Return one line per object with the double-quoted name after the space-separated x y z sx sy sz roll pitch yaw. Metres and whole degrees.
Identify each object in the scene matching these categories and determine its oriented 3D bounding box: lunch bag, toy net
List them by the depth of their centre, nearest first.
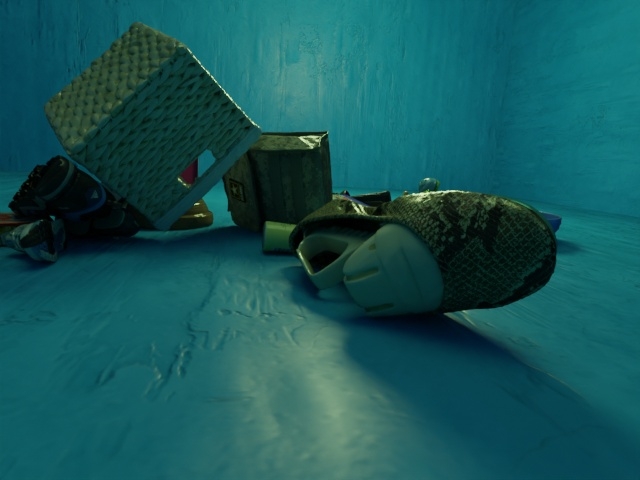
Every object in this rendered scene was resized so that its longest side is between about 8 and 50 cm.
-0.120 -0.148 1.125 0.286 0.236 0.169 2 29 12 "lunch bag"
0.273 -0.105 1.384 0.045 0.232 0.122 31 45 -19 "toy net"

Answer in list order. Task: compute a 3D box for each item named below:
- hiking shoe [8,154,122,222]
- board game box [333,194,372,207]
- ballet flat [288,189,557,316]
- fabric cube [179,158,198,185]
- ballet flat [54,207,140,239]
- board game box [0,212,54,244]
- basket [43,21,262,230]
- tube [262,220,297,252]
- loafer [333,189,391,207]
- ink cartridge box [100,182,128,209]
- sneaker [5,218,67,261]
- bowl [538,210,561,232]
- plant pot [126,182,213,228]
-0.512 -0.077 0.873 0.304 0.113 0.132 4 -26 48 "hiking shoe"
0.047 -0.098 1.413 0.213 0.046 0.317 -2 17 -21 "board game box"
0.076 0.025 0.630 0.181 0.164 0.482 -24 15 -21 "ballet flat"
-0.639 -0.285 1.706 0.258 0.255 0.258 -5 13 -41 "fabric cube"
-0.469 -0.033 0.941 0.203 0.074 0.074 1 9 21 "ballet flat"
-0.635 -0.023 0.860 0.193 0.045 0.146 -4 13 -38 "board game box"
-0.379 -0.267 0.993 0.331 0.328 0.266 41 -6 42 "basket"
0.000 0.000 0.920 0.239 0.062 0.070 6 50 -13 "tube"
0.117 -0.149 1.644 0.302 0.095 0.109 6 11 16 "loafer"
-0.553 -0.121 1.204 0.067 0.115 0.198 47 5 -11 "ink cartridge box"
-0.488 0.002 0.745 0.082 0.072 0.190 -7 5 -21 "sneaker"
0.493 -0.054 1.313 0.390 0.077 0.391 3 10 -1 "bowl"
-0.408 -0.101 1.187 0.237 0.110 0.237 4 11 -1 "plant pot"
